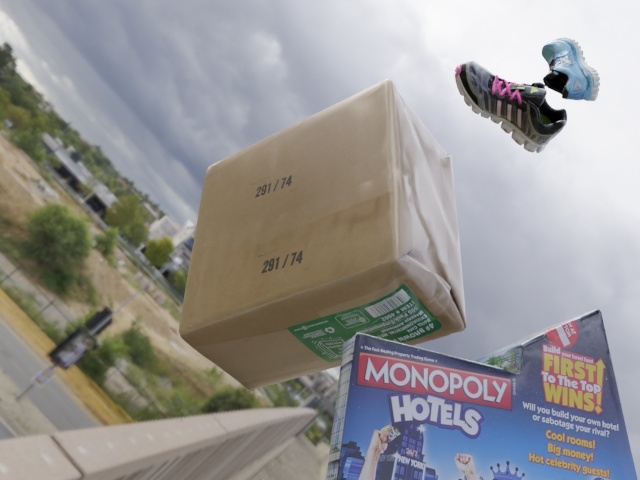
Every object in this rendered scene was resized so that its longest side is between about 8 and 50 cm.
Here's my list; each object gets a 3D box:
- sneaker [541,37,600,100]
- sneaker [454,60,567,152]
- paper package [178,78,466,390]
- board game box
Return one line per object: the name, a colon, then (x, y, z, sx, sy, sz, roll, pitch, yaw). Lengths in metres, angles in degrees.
sneaker: (0.410, -0.293, 1.230, 0.162, 0.073, 0.063, -104, -173, -47)
sneaker: (0.251, -0.184, 0.931, 0.170, 0.063, 0.075, 35, -36, -16)
paper package: (0.000, 0.000, 0.932, 0.168, 0.325, 0.309, 42, 38, -40)
board game box: (0.091, 0.122, 0.383, 0.194, 0.194, 0.060, 16, -25, -15)
